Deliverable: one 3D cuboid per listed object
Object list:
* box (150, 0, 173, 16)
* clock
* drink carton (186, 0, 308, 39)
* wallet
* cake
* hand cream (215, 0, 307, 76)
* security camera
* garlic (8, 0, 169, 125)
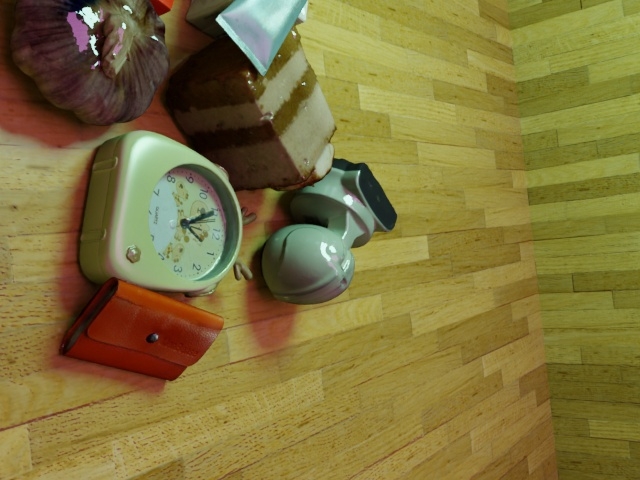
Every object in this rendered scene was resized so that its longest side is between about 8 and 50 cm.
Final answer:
[{"bbox_3d":[-0.279,-0.464,1.093,0.100,0.048,0.152,27,67,-44],"label":"box"},{"bbox_3d":[-0.222,-0.022,1.060,0.308,0.096,0.235,21,68,-48],"label":"clock"},{"bbox_3d":[-0.117,-0.533,1.183,0.132,0.194,0.325,20,70,-47],"label":"drink carton"},{"bbox_3d":[-0.258,0.140,0.981,0.142,0.045,0.204,-49,137,12],"label":"wallet"},{"bbox_3d":[-0.102,-0.209,1.167,0.293,0.198,0.196,60,39,-32],"label":"cake"},{"bbox_3d":[-0.054,-0.406,1.042,0.111,0.070,0.312,46,56,-34],"label":"hand cream"},{"bbox_3d":[0.000,0.000,1.265,0.197,0.191,0.277,53,50,-40],"label":"security camera"},{"bbox_3d":[-0.310,-0.286,0.935,0.244,0.160,0.245,12,75,-50],"label":"garlic"}]
